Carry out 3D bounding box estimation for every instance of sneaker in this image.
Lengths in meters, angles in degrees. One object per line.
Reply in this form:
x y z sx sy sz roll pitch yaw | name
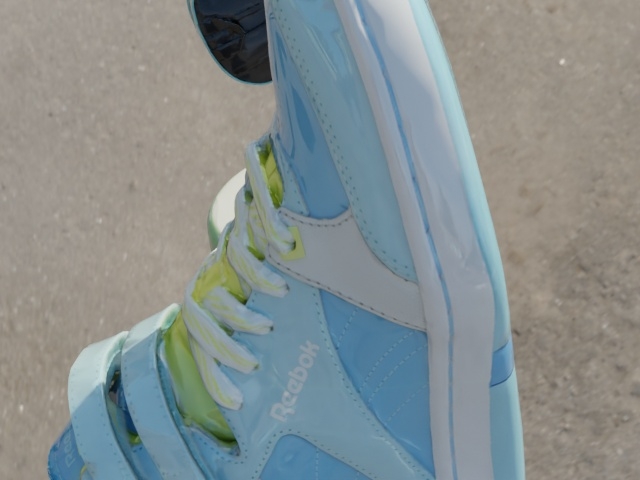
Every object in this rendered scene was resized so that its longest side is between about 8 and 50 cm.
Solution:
-0.032 0.030 0.479 0.208 0.319 0.127 -11 36 3 | sneaker

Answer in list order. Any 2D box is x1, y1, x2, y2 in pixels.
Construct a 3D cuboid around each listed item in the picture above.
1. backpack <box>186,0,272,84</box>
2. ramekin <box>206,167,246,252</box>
-0.055 -0.269 1.302 0.188 0.144 0.166 -33 119 -5 | backpack
0.000 0.000 1.500 0.303 0.148 0.303 -9 34 6 | ramekin
